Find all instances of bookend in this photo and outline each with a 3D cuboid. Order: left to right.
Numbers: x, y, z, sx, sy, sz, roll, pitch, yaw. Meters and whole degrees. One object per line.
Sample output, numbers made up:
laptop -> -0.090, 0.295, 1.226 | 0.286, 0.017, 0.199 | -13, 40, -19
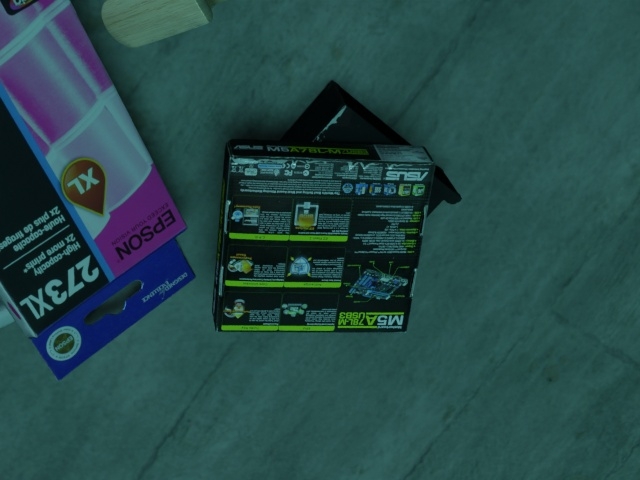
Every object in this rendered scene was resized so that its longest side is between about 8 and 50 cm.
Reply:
bookend -> 0.024, -0.042, 1.035 | 0.157, 0.072, 0.156 | 35, 106, -24

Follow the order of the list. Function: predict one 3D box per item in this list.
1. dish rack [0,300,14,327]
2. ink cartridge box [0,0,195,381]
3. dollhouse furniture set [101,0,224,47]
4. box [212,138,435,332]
dish rack -> -0.396, -0.049, 0.910 | 0.285, 0.072, 0.333 | -21, 121, -34
ink cartridge box -> -0.239, -0.048, 0.938 | 0.176, 0.069, 0.371 | -38, 127, -21
dollhouse furniture set -> -0.151, -0.291, 0.824 | 0.161, 0.212, 0.242 | -10, 123, 36
box -> 0.000, 0.000, 0.987 | 0.191, 0.045, 0.184 | 0, 120, -12
